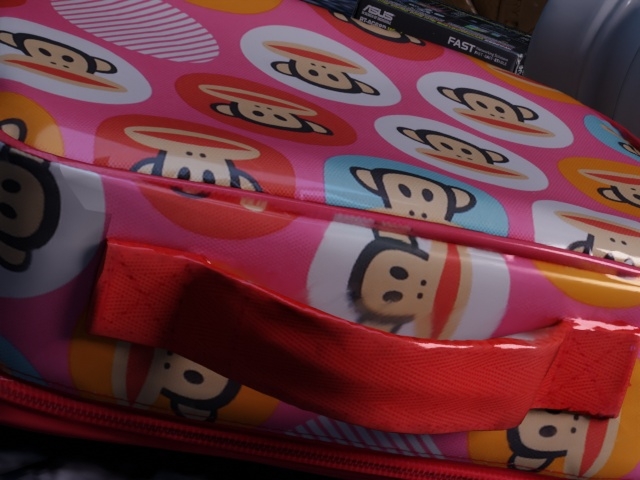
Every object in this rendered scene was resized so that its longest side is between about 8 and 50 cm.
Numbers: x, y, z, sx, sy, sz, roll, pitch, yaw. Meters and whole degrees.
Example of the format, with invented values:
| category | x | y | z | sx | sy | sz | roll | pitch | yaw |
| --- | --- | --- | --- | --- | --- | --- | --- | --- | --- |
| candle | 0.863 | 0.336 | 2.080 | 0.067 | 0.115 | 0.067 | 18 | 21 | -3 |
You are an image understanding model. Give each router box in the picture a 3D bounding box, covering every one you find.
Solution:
| category | x | y | z | sx | sy | sz | roll | pitch | yaw |
| --- | --- | --- | --- | --- | --- | --- | --- | --- | --- |
| router box | 0.091 | -0.133 | 1.290 | 0.122 | 0.038 | 0.092 | 23 | 17 | 18 |

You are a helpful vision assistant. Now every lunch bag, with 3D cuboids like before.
| category | x | y | z | sx | sy | sz | roll | pitch | yaw |
| --- | --- | --- | --- | --- | --- | --- | --- | --- | --- |
| lunch bag | 0.000 | 0.000 | 0.649 | 0.293 | 0.120 | 0.258 | 12 | 18 | -18 |

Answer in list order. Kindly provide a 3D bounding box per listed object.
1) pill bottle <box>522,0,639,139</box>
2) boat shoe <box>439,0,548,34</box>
| category | x | y | z | sx | sy | sz | roll | pitch | yaw |
| --- | --- | --- | --- | --- | --- | --- | --- | --- | --- |
| pill bottle | 0.256 | -0.042 | 0.928 | 0.176 | 0.176 | 0.318 | -1 | 25 | -45 |
| boat shoe | 0.231 | -0.170 | 1.413 | 0.342 | 0.123 | 0.123 | 14 | 18 | 9 |
